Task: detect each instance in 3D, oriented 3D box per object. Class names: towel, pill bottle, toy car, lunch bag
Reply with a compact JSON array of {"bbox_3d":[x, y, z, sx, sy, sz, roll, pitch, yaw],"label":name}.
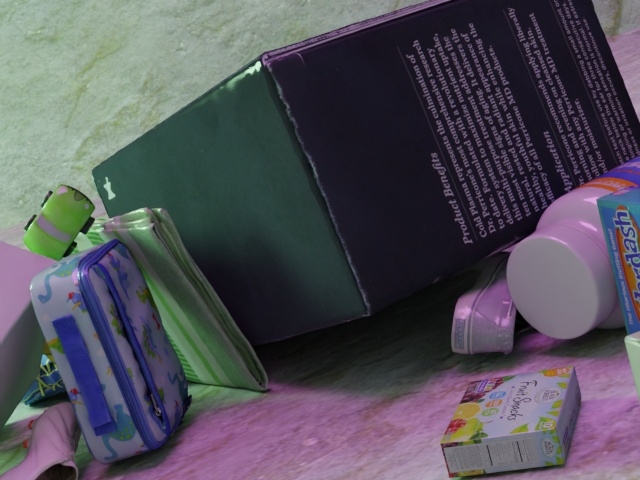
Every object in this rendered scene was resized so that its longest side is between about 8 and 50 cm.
[{"bbox_3d":[-0.213,0.068,1.527,0.038,0.248,0.324,-43,23,-30],"label":"towel"},{"bbox_3d":[0.322,0.002,1.349,0.272,0.152,0.152,-24,14,-39],"label":"pill bottle"},{"bbox_3d":[-0.333,0.028,1.460,0.225,0.239,0.053,-51,9,32],"label":"toy car"},{"bbox_3d":[-0.220,0.117,1.357,0.090,0.219,0.176,-19,6,11],"label":"lunch bag"}]

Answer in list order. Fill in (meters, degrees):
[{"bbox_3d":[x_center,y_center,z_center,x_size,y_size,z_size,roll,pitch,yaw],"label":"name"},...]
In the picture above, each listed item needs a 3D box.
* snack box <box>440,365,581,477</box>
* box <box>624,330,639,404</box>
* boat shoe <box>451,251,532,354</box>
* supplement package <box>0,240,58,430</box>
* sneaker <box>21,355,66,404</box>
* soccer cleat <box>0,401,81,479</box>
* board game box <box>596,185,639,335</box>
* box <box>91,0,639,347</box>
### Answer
[{"bbox_3d":[0.168,0.156,1.111,0.100,0.037,0.141,-10,13,19],"label":"snack box"},{"bbox_3d":[0.383,0.085,0.983,0.275,0.113,0.094,-17,11,-13],"label":"box"},{"bbox_3d":[0.207,0.073,1.392,0.081,0.079,0.227,9,19,20],"label":"boat shoe"},{"bbox_3d":[-0.417,0.135,1.336,0.177,0.175,0.293,19,34,3],"label":"supplement package"},{"bbox_3d":[-0.327,0.172,1.635,0.126,0.091,0.240,-44,24,-27],"label":"sneaker"},{"bbox_3d":[-0.274,0.228,1.308,0.076,0.068,0.196,-7,20,15],"label":"soccer cleat"},{"bbox_3d":[0.338,0.038,1.141,0.047,0.160,0.210,-20,12,-18],"label":"board game box"},{"bbox_3d":[0.052,-0.086,1.571,0.471,0.297,0.480,-22,0,-33],"label":"box"}]
